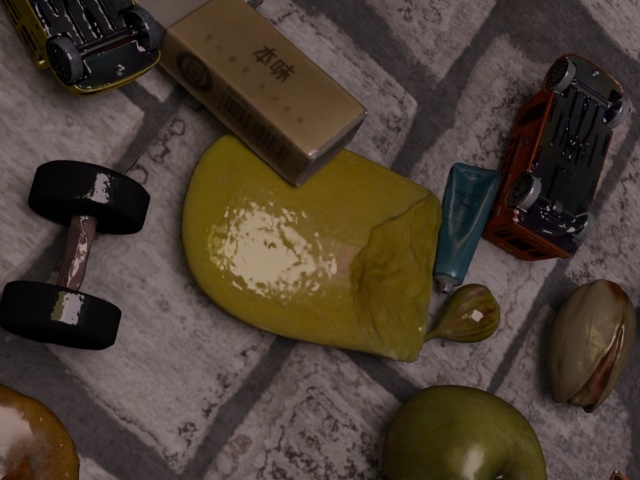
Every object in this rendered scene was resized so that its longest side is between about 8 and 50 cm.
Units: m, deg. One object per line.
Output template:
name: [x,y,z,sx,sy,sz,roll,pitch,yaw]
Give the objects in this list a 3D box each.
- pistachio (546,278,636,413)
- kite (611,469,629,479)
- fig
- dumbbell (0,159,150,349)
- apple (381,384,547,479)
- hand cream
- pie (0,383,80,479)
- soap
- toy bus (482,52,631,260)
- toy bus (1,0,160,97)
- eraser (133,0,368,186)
pistachio: [0.437,0.168,1.772,0.144,0.144,0.215,19,79,-23]
kite: [0.527,0.542,1.815,0.377,0.013,0.328,-10,84,-28]
fig: [0.214,0.140,1.692,0.093,0.093,0.166,49,62,-10]
dumbbell: [-0.316,0.022,1.409,0.152,0.152,0.218,18,73,-23]
apple: [0.211,0.335,1.592,0.260,0.194,0.261,4,83,-32]
hand cream: [0.226,-0.020,1.751,0.083,0.048,0.224,12,70,12]
pie: [-0.428,0.295,1.346,0.273,0.069,0.273,3,82,-24]
soap: [0.002,0.000,1.597,0.427,0.115,0.306,17,75,-23]
toy bus: [0.381,-0.136,1.798,0.143,0.153,0.329,28,70,-20]
toy bus: [-0.354,-0.343,1.465,0.145,0.151,0.331,-30,93,-32]
eraser: [-0.104,-0.240,1.553,0.343,0.078,0.144,42,54,6]
